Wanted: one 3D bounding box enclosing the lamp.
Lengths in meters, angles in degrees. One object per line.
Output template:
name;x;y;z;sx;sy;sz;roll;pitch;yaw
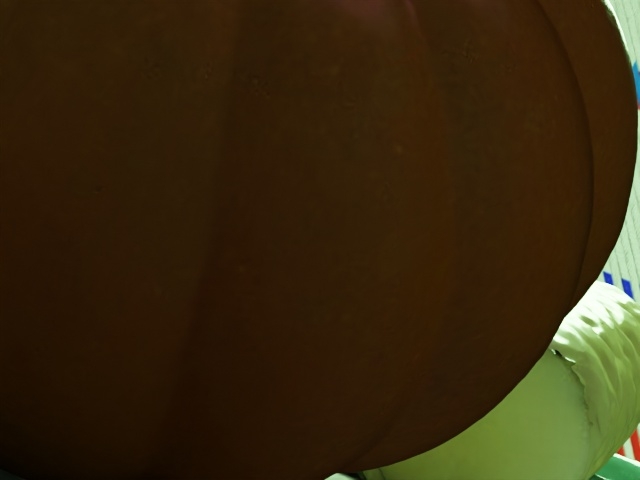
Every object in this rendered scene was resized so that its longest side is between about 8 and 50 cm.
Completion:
lamp;-0.034;-0.037;0.467;0.223;0.196;0.223;10;35;-7

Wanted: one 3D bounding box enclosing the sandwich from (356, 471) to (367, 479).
sandwich;0.000;0.000;1.038;0.155;0.198;0.227;29;-3;-38

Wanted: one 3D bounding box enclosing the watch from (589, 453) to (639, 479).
watch;0.150;0.148;1.050;0.195;0.068;0.237;19;2;-17

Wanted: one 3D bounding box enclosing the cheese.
cheese;0.087;0.069;0.901;0.123;0.093;0.167;1;7;19
